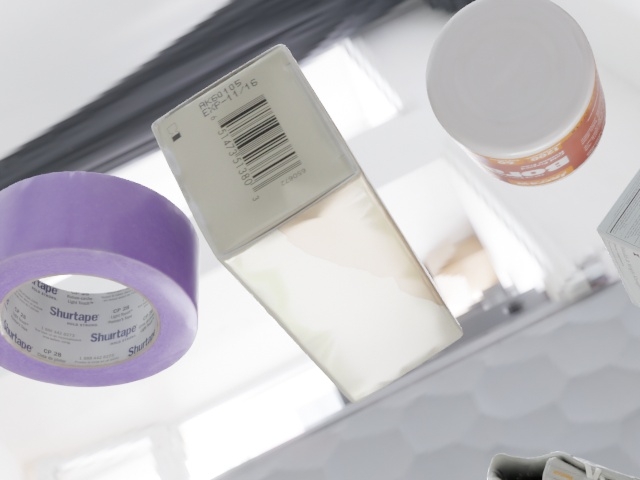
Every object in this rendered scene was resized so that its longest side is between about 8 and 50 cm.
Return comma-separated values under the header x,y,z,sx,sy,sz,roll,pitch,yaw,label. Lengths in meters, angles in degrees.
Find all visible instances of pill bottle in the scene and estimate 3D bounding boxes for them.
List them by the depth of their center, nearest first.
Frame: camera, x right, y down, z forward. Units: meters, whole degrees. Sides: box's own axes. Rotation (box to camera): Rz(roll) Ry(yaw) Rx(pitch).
x,y,z,sx,sy,sz,roll,pitch,yaw,label
0.160,-0.107,0.990,0.121,0.121,0.216,63,-168,13,pill bottle

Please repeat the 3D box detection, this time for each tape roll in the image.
x,y,z,sx,sy,sz,roll,pitch,yaw,label
-0.192,0.036,1.027,0.189,0.189,0.080,66,-164,-48,tape roll

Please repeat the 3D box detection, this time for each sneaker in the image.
x,y,z,sx,sy,sz,roll,pitch,yaw,label
0.278,0.264,1.254,0.121,0.262,0.099,53,-133,-35,sneaker

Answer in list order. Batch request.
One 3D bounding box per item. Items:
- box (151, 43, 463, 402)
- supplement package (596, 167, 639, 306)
x,y,z,sx,sy,sz,roll,pitch,yaw,label
0.000,0.000,1.029,0.148,0.121,0.311,60,-176,31,box
0.463,0.017,1.470,0.203,0.149,0.194,29,167,39,supplement package
